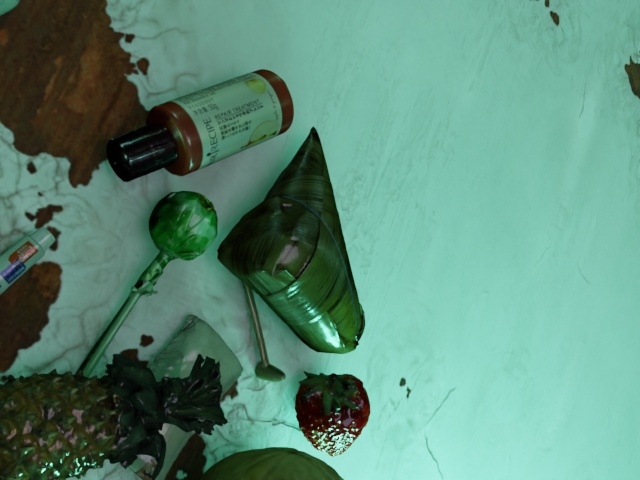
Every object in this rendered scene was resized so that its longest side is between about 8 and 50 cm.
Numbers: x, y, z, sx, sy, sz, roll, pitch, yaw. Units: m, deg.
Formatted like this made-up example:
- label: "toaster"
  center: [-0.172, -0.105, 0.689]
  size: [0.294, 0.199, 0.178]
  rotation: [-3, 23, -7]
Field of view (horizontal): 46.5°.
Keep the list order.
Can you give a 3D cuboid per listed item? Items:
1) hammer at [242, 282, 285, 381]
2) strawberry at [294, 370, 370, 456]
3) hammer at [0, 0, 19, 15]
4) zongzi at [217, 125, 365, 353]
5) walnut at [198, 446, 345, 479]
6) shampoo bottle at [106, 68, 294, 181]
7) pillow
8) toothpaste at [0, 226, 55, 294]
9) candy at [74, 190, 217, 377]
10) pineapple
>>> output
- label: "hammer"
  center: [-0.097, 0.132, 1.179]
  size: [0.028, 0.060, 0.195]
  rotation: [-21, 102, -38]
- label: "strawberry"
  center: [0.022, 0.289, 1.255]
  size: [0.131, 0.131, 0.148]
  rotation: [-49, 151, -27]
- label: "hammer"
  center: [-0.442, -0.334, 0.845]
  size: [0.116, 0.070, 0.193]
  rotation: [-43, 111, -30]
- label: "zongzi"
  center: [0.000, 0.000, 1.213]
  size: [0.286, 0.138, 0.300]
  rotation: [50, 48, -38]
- label: "walnut"
  center: [-0.073, 0.467, 1.073]
  size: [0.333, 0.333, 0.332]
  rotation: [-3, 95, -41]
- label: "shampoo bottle"
  center: [-0.171, -0.158, 1.057]
  size: [0.278, 0.104, 0.104]
  rotation: [-29, 111, -35]
- label: "pillow"
  center: [-0.212, 0.229, 1.084]
  size: [0.128, 0.051, 0.229]
  rotation: [47, 61, -19]
- label: "toothpaste"
  center: [-0.416, 0.064, 0.912]
  size: [0.218, 0.033, 0.052]
  rotation: [-46, 117, -23]
- label: "candy"
  center: [-0.250, 0.072, 1.036]
  size: [0.097, 0.097, 0.323]
  rotation: [40, 76, -35]
- label: "pineapple"
  center: [-0.263, 0.233, 0.958]
  size: [0.310, 0.141, 0.170]
  rotation: [-6, 78, -31]
